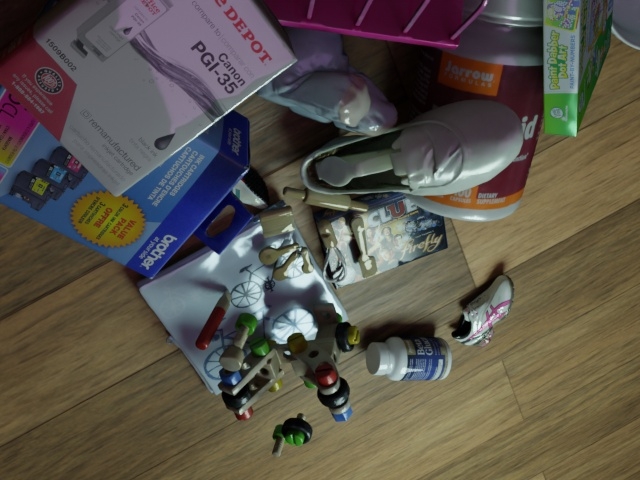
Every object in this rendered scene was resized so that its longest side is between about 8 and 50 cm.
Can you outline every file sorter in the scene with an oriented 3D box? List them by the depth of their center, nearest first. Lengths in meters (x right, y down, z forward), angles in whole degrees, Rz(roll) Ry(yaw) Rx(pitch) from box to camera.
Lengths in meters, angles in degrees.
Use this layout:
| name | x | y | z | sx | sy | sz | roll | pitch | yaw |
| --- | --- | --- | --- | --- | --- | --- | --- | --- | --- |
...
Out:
| name | x | y | z | sx | sy | sz | roll | pitch | yaw |
| --- | --- | --- | --- | --- | --- | --- | --- | --- | --- |
| file sorter | 0.067 | -0.388 | 0.969 | 0.291 | 0.182 | 0.202 | 6 | 86 | -6 |

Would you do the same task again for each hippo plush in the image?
| name | x | y | z | sx | sy | sz | roll | pitch | yaw |
| --- | --- | --- | --- | --- | --- | --- | --- | --- | --- |
| hippo plush | 0.008 | -0.310 | 1.168 | 0.294 | 0.234 | 0.236 | 21 | 96 | 14 |

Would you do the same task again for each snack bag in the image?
| name | x | y | z | sx | sy | sz | roll | pitch | yaw |
| --- | --- | --- | --- | --- | --- | --- | --- | --- | --- |
| snack bag | -0.145 | 0.119 | 1.450 | 0.323 | 0.037 | 0.342 | -30 | 127 | -2 |

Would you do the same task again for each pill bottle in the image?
| name | x | y | z | sx | sy | sz | roll | pitch | yaw |
| --- | --- | --- | --- | --- | --- | --- | --- | --- | --- |
| pill bottle | 0.266 | -0.249 | 1.255 | 0.224 | 0.224 | 0.392 | -5 | 122 | -18 |
| pill bottle | 0.187 | 0.254 | 1.626 | 0.170 | 0.094 | 0.094 | 3 | 119 | -23 |

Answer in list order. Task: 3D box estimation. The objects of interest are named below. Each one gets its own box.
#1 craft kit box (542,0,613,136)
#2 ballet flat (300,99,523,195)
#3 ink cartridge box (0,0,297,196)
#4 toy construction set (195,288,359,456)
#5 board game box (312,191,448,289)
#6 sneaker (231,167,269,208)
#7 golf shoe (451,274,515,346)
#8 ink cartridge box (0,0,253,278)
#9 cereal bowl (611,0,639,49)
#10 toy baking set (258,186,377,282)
| name | x | y | z | sx | sy | sz | roll | pitch | yaw |
| --- | --- | --- | --- | --- | --- | --- | --- | --- | --- |
| craft kit box | 0.388 | -0.328 | 1.129 | 0.246 | 0.061 | 0.249 | -56 | 146 | -33 |
| ballet flat | 0.122 | -0.125 | 1.194 | 0.139 | 0.400 | 0.139 | 4 | 84 | -44 |
| ink cartridge box | -0.201 | -0.223 | 0.893 | 0.283 | 0.117 | 0.207 | -36 | 119 | 9 |
| toy construction set | -0.069 | 0.198 | 1.422 | 0.257 | 0.237 | 0.309 | -30 | 115 | 35 |
| board game box | 0.120 | -0.018 | 1.459 | 0.243 | 0.042 | 0.165 | -20 | 125 | -8 |
| sneaker | -0.159 | -0.097 | 1.305 | 0.075 | 0.057 | 0.161 | -28 | 137 | 28 |
| golf shoe | 0.354 | 0.154 | 1.644 | 0.086 | 0.067 | 0.186 | 12 | 116 | -25 |
| ink cartridge box | -0.286 | -0.122 | 1.112 | 0.396 | 0.151 | 0.270 | 29 | 121 | -27 |
| cereal bowl | 0.594 | -0.497 | 1.261 | 0.339 | 0.141 | 0.338 | -8 | 132 | -10 |
| toy baking set | 0.001 | -0.006 | 1.381 | 0.256 | 0.030 | 0.196 | 6 | 123 | -20 |
